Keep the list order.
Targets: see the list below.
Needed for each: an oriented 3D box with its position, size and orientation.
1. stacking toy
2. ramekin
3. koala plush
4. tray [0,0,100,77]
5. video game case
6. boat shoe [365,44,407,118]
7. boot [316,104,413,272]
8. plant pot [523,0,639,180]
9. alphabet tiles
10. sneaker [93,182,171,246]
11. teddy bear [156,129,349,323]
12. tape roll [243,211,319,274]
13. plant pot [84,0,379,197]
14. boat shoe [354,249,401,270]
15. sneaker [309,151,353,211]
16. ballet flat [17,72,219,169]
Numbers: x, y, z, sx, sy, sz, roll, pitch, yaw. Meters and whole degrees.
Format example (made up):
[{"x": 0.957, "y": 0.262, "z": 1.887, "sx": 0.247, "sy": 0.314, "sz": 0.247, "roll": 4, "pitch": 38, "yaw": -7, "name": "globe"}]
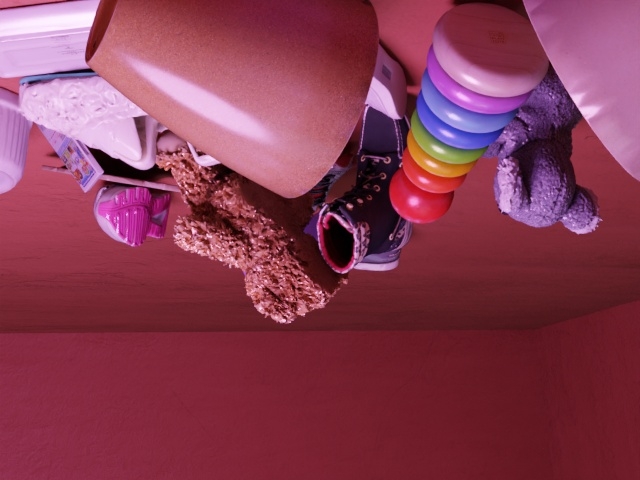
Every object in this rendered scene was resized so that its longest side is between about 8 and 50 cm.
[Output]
[{"x": 0.170, "y": -0.138, "z": 1.235, "sx": 0.141, "sy": 0.141, "sz": 0.330, "roll": -1, "pitch": 145, "yaw": -14, "name": "stacking toy"}, {"x": -0.503, "y": -0.132, "z": 1.321, "sx": 0.207, "sy": 0.109, "sz": 0.207, "roll": -4, "pitch": 166, "yaw": -1, "name": "ramekin"}, {"x": 0.289, "y": -0.111, "z": 1.332, "sx": 0.196, "sy": 0.221, "sz": 0.203, "roll": 20, "pitch": 134, "yaw": -26, "name": "koala plush"}, {"x": -0.293, "y": -0.235, "z": 1.137, "sx": 0.271, "sy": 0.030, "sz": 0.145, "roll": -6, "pitch": 165, "yaw": 5, "name": "tray"}, {"x": -0.357, "y": -0.132, "z": 1.368, "sx": 0.011, "sy": 0.122, "sz": 0.087, "roll": -36, "pitch": -177, "yaw": -31, "name": "video game case"}, {"x": 0.066, "y": -0.211, "z": 1.283, "sx": 0.063, "sy": 0.066, "sz": 0.184, "roll": 5, "pitch": 173, "yaw": 24, "name": "boat shoe"}, {"x": 0.066, "y": -0.079, "z": 1.367, "sx": 0.085, "sy": 0.236, "sz": 0.179, "roll": 7, "pitch": -161, "yaw": 30, "name": "boot"}, {"x": 0.388, "y": -0.238, "z": 0.976, "sx": 0.274, "sy": 0.256, "sz": 0.256, "roll": -32, "pitch": 154, "yaw": 27, "name": "plant pot"}, {"x": -0.263, "y": -0.088, "z": 1.528, "sx": 0.285, "sy": 0.011, "sz": 0.343, "roll": 8, "pitch": -178, "yaw": -40, "name": "alphabet tiles"}, {"x": -0.345, "y": -0.048, "z": 1.661, "sx": 0.111, "sy": 0.102, "sz": 0.252, "roll": 10, "pitch": 179, "yaw": 7, "name": "sneaker"}, {"x": -0.110, "y": -0.035, "z": 1.359, "sx": 0.338, "sy": 0.245, "sz": 0.113, "roll": 44, "pitch": 124, "yaw": -13, "name": "teddy bear"}, {"x": 0.000, "y": 0.000, "z": 1.589, "sx": 0.275, "sy": 0.090, "sz": 0.275, "roll": -26, "pitch": -178, "yaw": 1, "name": "tape roll"}, {"x": -0.108, "y": -0.195, "z": 1.021, "sx": 0.254, "sy": 0.237, "sz": 0.237, "roll": 18, "pitch": 157, "yaw": -24, "name": "plant pot"}, {"x": 0.020, "y": -0.003, "z": 2.092, "sx": 0.320, "sy": 0.116, "sz": 0.099, "roll": 4, "pitch": 122, "yaw": -6, "name": "boat shoe"}, {"x": -0.006, "y": -0.094, "z": 1.654, "sx": 0.088, "sy": 0.092, "sz": 0.225, "roll": 2, "pitch": 164, "yaw": -24, "name": "sneaker"}, {"x": -0.186, "y": -0.159, "z": 1.228, "sx": 0.409, "sy": 0.146, "sz": 0.147, "roll": -5, "pitch": 166, "yaw": 0, "name": "ballet flat"}]
